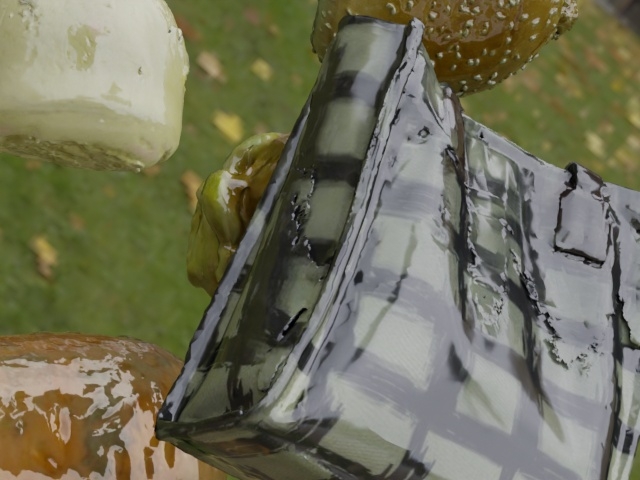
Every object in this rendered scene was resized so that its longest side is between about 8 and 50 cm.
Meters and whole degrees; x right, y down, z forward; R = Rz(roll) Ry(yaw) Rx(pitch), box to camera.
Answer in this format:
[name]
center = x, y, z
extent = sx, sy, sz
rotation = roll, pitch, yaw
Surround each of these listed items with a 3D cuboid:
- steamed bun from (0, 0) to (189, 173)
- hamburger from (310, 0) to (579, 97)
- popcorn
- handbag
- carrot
[steamed bun]
center = -0.274, -0.200, 2.094
extent = 0.273, 0.232, 0.166
rotation = 11, -17, -19
[hamburger]
center = 0.097, -0.190, 1.440
extent = 0.215, 0.189, 0.122
rotation = -3, 44, -14
[popcorn]
center = 0.000, 0.000, 1.695
extent = 0.256, 0.195, 0.255
rotation = 9, -13, 26
[handbag]
center = 0.088, 0.060, 1.342
extent = 0.325, 0.327, 0.162
rotation = 32, -24, -28
[carrot]
center = -0.245, 0.181, 1.577
extent = 0.341, 0.224, 0.224
rotation = 10, 27, -40
